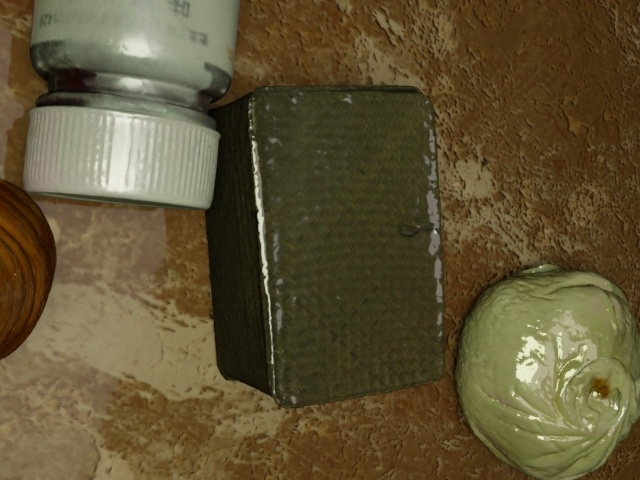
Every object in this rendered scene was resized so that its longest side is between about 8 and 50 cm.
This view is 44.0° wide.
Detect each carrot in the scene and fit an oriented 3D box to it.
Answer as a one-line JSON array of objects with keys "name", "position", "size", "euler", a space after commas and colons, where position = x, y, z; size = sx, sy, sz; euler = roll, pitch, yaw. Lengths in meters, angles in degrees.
[{"name": "carrot", "position": [-0.265, 0.023, 0.568], "size": [0.159, 0.225, 0.159], "euler": [-1, 93, -22]}]

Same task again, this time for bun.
[{"name": "bun", "position": [0.275, 0.141, 0.882], "size": [0.244, 0.153, 0.243], "euler": [-2, 94, -31]}]

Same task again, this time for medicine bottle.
[{"name": "medicine bottle", "position": [-0.150, -0.166, 0.645], "size": [0.165, 0.165, 0.273], "euler": [6, 88, -27]}]

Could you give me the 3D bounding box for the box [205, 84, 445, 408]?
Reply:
[{"name": "box", "position": [0.001, 0.000, 0.742], "size": [0.184, 0.143, 0.273], "euler": [-6, 94, -26]}]
